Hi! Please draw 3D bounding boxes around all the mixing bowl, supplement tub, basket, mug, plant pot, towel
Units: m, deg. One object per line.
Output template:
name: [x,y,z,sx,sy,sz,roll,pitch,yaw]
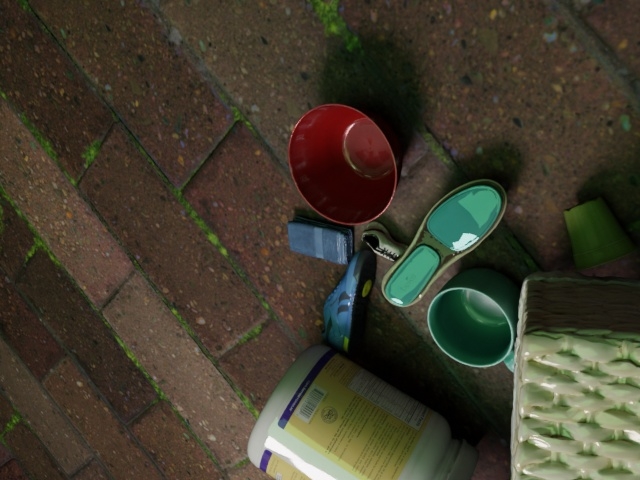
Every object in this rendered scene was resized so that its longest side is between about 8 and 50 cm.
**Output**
mixing bowl: [0.052,-0.124,0.968,0.181,0.098,0.181,15,120,27]
supplement tub: [0.071,0.353,1.098,0.331,0.241,0.241,30,127,13]
basket: [0.376,0.223,0.731,0.331,0.266,0.328,4,98,21]
mug: [0.241,0.118,0.961,0.129,0.097,0.157,-11,107,38]
plant pot: [0.353,-0.012,0.837,0.083,0.083,0.079,-24,85,40]
towel: [0.000,0.000,1.114,0.119,0.029,0.067,13,120,28]

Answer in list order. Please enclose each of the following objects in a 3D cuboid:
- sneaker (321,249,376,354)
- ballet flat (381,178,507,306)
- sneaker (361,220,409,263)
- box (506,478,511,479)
sneaker: [0.039,0.100,1.113,0.082,0.069,0.209,26,126,26]
ballet flat: [0.179,-0.002,0.953,0.086,0.086,0.248,46,119,7]
sneaker: [0.110,0.017,1.037,0.109,0.044,0.040,39,127,10]
box: [0.323,0.515,0.936,0.343,0.179,0.312,-8,115,-11]
